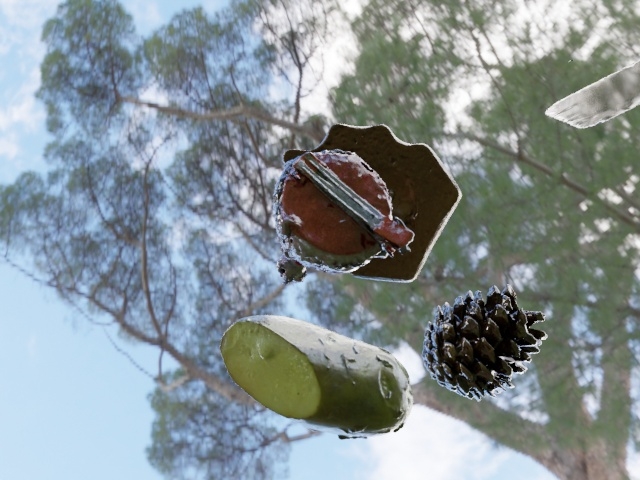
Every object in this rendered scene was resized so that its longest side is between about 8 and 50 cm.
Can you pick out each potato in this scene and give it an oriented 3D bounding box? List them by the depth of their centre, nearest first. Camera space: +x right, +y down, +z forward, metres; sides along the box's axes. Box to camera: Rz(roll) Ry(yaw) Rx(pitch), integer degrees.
[{"bbox_3d":[-0.007,0.200,1.447,0.298,0.176,0.141,18,-83,5],"label":"potato"}]

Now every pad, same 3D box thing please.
[{"bbox_3d":[0.521,-0.276,1.435,0.375,0.063,0.315,-26,-15,27],"label":"pad"}]

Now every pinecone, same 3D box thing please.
[{"bbox_3d":[0.273,0.168,1.676,0.184,0.179,0.204,41,-84,16],"label":"pinecone"}]

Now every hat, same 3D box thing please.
[{"bbox_3d":[0.004,-0.001,1.037,0.140,0.128,0.227,22,-25,-5],"label":"hat"}]

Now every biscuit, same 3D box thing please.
[{"bbox_3d":[0.050,-0.055,1.200,0.215,0.034,0.182,29,-87,4],"label":"biscuit"}]
